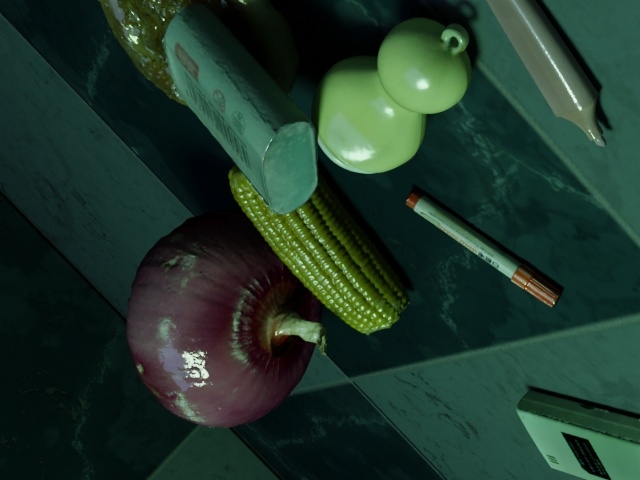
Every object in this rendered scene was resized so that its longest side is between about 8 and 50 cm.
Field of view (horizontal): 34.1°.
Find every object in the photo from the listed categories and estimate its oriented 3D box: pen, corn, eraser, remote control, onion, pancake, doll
[{"bbox_3d":[0.228,-0.171,1.024,0.197,0.032,0.053,54,154,-16],"label":"pen"},{"bbox_3d":[0.000,0.000,1.554,0.344,0.131,0.131,50,156,-15],"label":"corn"},{"bbox_3d":[-0.097,-0.159,1.273,0.227,0.081,0.174,50,165,26],"label":"eraser"},{"bbox_3d":[0.431,0.299,1.448,0.344,0.050,0.145,8,138,53],"label":"remote control"},{"bbox_3d":[-0.126,0.134,1.704,0.344,0.358,0.358,19,151,12],"label":"onion"},{"bbox_3d":[-0.187,-0.304,1.419,0.382,0.071,0.382,34,154,19],"label":"pancake"},{"bbox_3d":[0.084,-0.166,1.181,0.141,0.117,0.296,52,142,-3],"label":"doll"},{"bbox_3d":[0.210,0.009,1.353,0.239,0.028,0.028,37,155,17],"label":"pen"}]
